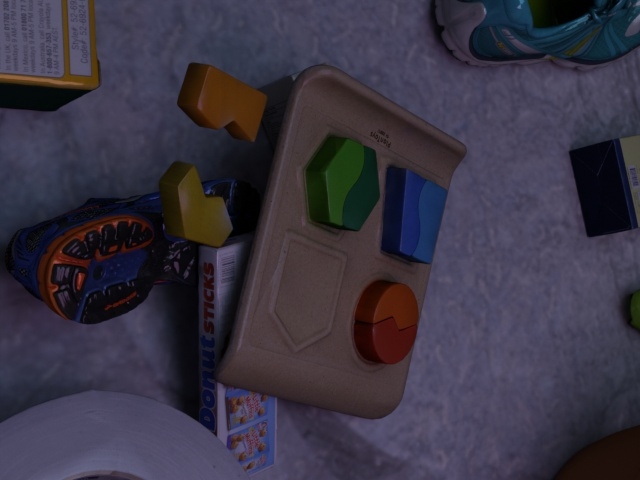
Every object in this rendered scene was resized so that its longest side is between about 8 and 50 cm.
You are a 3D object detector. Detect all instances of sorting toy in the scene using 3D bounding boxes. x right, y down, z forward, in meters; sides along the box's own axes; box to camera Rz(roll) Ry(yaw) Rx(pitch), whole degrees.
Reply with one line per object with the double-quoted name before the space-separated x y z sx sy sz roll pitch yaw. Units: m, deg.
"sorting toy" 0.000 0.000 0.938 0.307 0.041 0.229 22 83 -52

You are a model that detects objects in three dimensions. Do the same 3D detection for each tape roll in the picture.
"tape roll" -0.141 0.208 0.838 0.219 0.072 0.219 7 66 -16

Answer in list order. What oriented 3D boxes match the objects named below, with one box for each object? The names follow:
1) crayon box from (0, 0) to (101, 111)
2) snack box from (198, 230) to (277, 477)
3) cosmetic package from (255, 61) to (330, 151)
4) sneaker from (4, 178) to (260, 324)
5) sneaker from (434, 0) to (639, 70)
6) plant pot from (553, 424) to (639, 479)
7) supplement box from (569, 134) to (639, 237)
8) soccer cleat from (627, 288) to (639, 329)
"crayon box" -0.303 -0.195 0.828 0.322 0.083 0.203 1 82 -35
"snack box" -0.057 0.085 0.945 0.064 0.022 0.178 -17 113 -49
"cosmetic package" -0.003 -0.073 1.029 0.041 0.060 0.115 -26 99 -36
"sneaker" -0.122 -0.005 0.925 0.221 0.087 0.083 -11 112 -51
"sneaker" 0.230 -0.205 1.178 0.275 0.110 0.107 -16 92 -36
"plant pot" 0.316 0.262 1.107 0.290 0.203 0.291 6 79 -34
"supplement box" 0.283 -0.053 1.223 0.083 0.056 0.083 -11 89 -35
"soccer cleat" 0.366 0.076 1.249 0.178 0.072 0.060 12 76 -33
